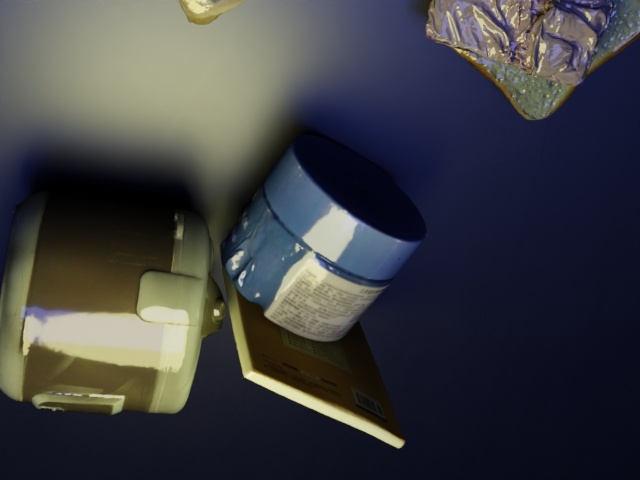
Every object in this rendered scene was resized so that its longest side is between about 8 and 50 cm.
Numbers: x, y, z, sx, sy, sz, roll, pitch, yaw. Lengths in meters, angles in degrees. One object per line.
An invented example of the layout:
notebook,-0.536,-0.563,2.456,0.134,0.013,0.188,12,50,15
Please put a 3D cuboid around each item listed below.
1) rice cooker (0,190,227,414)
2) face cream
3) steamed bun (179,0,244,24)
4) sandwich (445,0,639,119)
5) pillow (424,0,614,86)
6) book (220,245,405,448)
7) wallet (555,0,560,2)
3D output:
rice cooker,-0.309,0.100,1.474,0.325,0.335,0.335,7,119,-13
face cream,0.000,0.000,1.494,0.249,0.249,0.225,28,113,-22
steamed bun,-0.128,-0.386,1.312,0.155,0.141,0.172,-17,118,-3
sandwich,0.335,-0.319,1.447,0.251,0.087,0.226,-42,118,17
pillow,0.275,-0.308,1.377,0.248,0.049,0.135,19,114,-1
book,-0.022,0.146,1.499,0.269,0.389,0.032,28,108,-21
wallet,0.236,-0.407,1.340,0.232,0.122,0.031,18,162,6
